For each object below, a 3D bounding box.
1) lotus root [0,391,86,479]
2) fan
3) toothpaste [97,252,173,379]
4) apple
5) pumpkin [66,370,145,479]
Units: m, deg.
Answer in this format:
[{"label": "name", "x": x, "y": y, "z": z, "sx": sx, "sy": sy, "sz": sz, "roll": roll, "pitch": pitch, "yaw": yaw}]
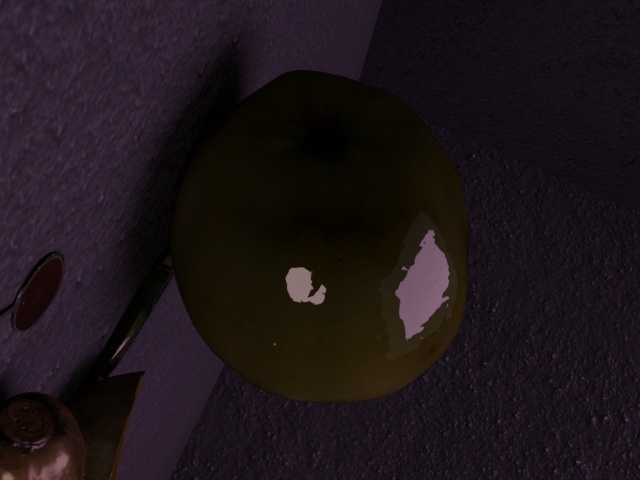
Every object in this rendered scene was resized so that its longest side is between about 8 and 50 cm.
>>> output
[{"label": "lotus root", "x": -0.293, "y": 0.239, "z": 0.684, "sx": 0.125, "sy": 0.118, "sz": 0.221, "roll": -38, "pitch": 154, "yaw": -47}, {"label": "fan", "x": -0.272, "y": 0.056, "z": 0.641, "sx": 0.133, "sy": 0.005, "sz": 0.085, "roll": -62, "pitch": 176, "yaw": -73}, {"label": "toothpaste", "x": -0.265, "y": 0.107, "z": 1.006, "sx": 0.049, "sy": 0.031, "sz": 0.204, "roll": 97, "pitch": 18, "yaw": -68}, {"label": "apple", "x": 0.000, "y": 0.000, "z": 1.003, "sx": 0.473, "sy": 0.473, "sz": 0.473, "roll": 24, "pitch": 90, "yaw": -88}, {"label": "pumpkin", "x": -0.310, "y": 0.272, "z": 0.926, "sx": 0.217, "sy": 0.110, "sz": 0.217, "roll": -167, "pitch": -90, "yaw": -86}]
